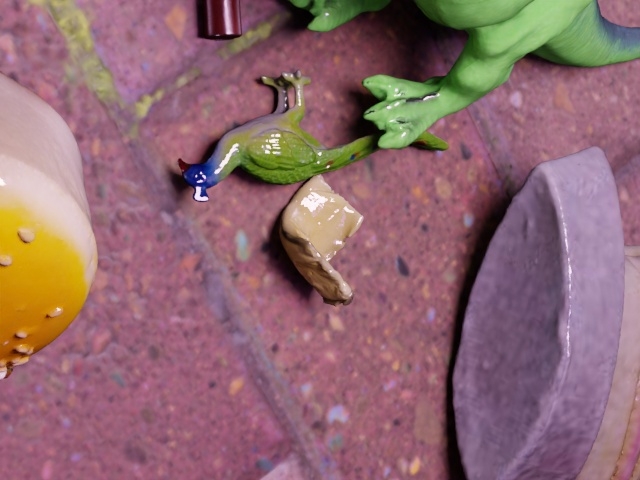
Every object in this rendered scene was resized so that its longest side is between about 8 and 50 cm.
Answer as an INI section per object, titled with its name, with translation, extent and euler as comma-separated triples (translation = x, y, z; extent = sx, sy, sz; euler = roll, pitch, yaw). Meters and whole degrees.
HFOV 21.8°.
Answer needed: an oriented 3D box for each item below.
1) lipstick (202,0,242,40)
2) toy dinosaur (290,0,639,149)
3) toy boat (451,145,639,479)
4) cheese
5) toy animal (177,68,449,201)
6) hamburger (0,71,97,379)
[lipstick]
translation = -0.069, -0.220, 1.085
extent = 0.027, 0.027, 0.177
euler = -4, 91, -32
[toy dinosaur]
translation = 0.175, -0.219, 1.056
extent = 0.500, 0.374, 0.144
euler = -13, 70, -34
[toy boat]
translation = 0.215, 0.092, 1.225
extent = 0.293, 0.111, 0.276
euler = 25, 85, -40
[cheese]
translation = -0.001, 0.000, 1.122
extent = 0.060, 0.041, 0.084
euler = 46, 37, -31
[toy animal]
translation = -0.002, -0.080, 1.122
extent = 0.217, 0.041, 0.075
euler = -14, 95, -36
[hamburger]
translation = -0.258, -0.014, 0.856
extent = 0.295, 0.227, 0.151
euler = 23, 56, -27
